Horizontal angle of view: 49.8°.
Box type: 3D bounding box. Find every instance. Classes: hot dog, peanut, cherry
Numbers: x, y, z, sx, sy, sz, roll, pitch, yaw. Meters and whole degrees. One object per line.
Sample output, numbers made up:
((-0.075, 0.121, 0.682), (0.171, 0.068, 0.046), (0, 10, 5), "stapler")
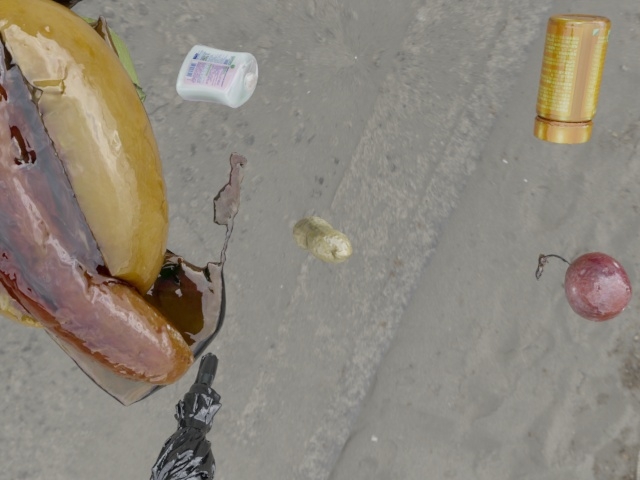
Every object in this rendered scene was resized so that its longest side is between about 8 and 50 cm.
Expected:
((-0.160, -0.030, 0.429), (0.194, 0.107, 0.326), (-31, 106, 11), "hot dog")
((0.000, 0.000, 0.651), (0.037, 0.083, 0.037), (-13, 119, -25), "peanut")
((0.412, 0.071, 1.094), (0.090, 0.225, 0.107), (-15, 94, -9), "cherry")

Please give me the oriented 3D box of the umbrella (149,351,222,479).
((-0.248, 0.357, 1.364), (0.118, 0.340, 0.118), (2, 126, 2), "umbrella")

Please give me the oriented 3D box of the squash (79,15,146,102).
((-0.432, -0.276, 1.228), (0.220, 0.220, 0.133), (-24, 77, 9), "squash")

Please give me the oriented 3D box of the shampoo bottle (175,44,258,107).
((-0.122, -0.201, 0.848), (0.099, 0.043, 0.072), (15, 77, 26), "shampoo bottle")

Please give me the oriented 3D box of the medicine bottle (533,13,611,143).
((0.401, -0.260, 1.107), (0.096, 0.096, 0.192), (1, 115, 3), "medicine bottle")
